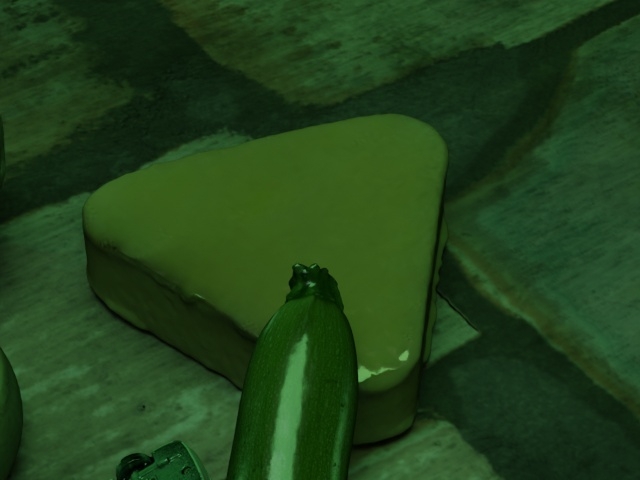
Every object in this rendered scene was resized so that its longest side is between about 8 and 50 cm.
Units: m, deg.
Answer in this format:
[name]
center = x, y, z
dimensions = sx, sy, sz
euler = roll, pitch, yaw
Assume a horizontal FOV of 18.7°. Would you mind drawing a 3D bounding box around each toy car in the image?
[toy car]
center = -0.181, 0.263, 1.626
dimensions = 0.224, 0.076, 0.090
euler = -37, 39, 4

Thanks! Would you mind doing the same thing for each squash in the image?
[squash]
center = -0.027, 0.207, 1.639
dimensions = 0.107, 0.107, 0.395
euler = 4, 66, 3

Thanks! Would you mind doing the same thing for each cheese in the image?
[cheese]
center = 0.001, 0.000, 1.910
dimensions = 0.384, 0.104, 0.384
euler = 1, 44, -1

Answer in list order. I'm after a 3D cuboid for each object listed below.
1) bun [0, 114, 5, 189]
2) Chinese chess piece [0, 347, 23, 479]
[bun]
center = -0.403, -0.032, 1.863
dimensions = 0.179, 0.283, 0.283
euler = 53, 53, -9
[Chinese chess piece]
center = -0.391, 0.162, 1.734
dimensions = 0.250, 0.101, 0.250
euler = 1, 44, -1
